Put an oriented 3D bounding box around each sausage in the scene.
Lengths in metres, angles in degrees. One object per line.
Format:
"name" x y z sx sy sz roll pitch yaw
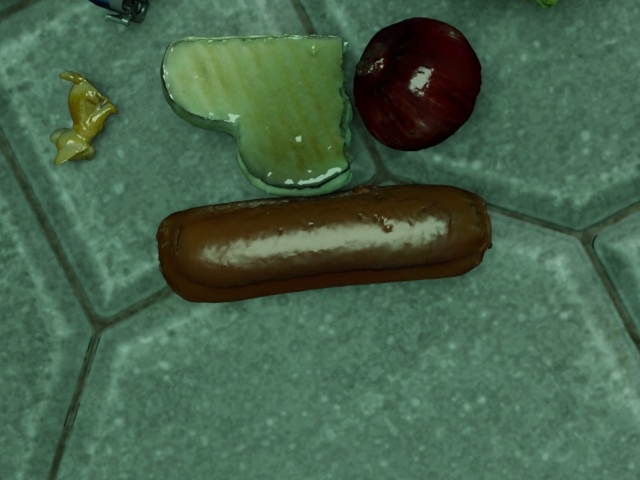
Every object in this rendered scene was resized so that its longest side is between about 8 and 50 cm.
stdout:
"sausage" 0.000 0.000 1.464 0.330 0.102 0.102 -6 89 6

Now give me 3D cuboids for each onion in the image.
"onion" 0.089 -0.148 1.442 0.131 0.131 0.131 0 89 6

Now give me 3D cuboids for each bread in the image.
"bread" -0.042 -0.140 1.470 0.232 0.064 0.172 39 76 18

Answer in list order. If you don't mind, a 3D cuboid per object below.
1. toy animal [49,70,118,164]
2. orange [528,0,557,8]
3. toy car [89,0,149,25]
"toy animal" -0.247 -0.118 1.510 0.083 0.060 0.081 -47 125 2
"orange" 0.180 -0.372 1.378 0.301 0.223 0.300 -30 85 18
"toy car" -0.193 -0.311 1.486 0.100 0.097 0.191 20 91 7
